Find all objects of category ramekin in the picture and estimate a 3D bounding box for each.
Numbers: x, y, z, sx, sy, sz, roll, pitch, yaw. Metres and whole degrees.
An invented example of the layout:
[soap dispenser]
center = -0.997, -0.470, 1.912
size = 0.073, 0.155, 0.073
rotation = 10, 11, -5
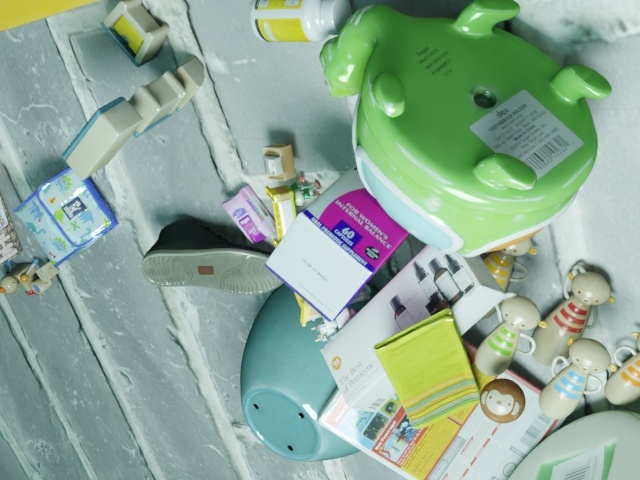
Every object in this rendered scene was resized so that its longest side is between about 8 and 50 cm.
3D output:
[ramekin]
center = 0.346, 0.354, 1.086
size = 0.148, 0.303, 0.303
rotation = 45, 135, -9

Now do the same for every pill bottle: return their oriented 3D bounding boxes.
[pill bottle]
center = -0.023, -0.276, 1.087
size = 0.116, 0.065, 0.065
rotation = 8, 124, 31

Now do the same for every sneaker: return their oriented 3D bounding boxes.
[sneaker]
center = -0.158, 0.015, 1.378
size = 0.222, 0.118, 0.083
rotation = 5, 124, 2

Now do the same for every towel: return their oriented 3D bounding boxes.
[towel]
center = 0.138, 0.167, 1.096
size = 0.021, 0.102, 0.237
rotation = 62, 180, 37

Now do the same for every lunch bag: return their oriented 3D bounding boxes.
[lunch bag]
center = -0.430, -0.045, 1.519
size = 0.151, 0.096, 0.128
rotation = -31, 98, 29

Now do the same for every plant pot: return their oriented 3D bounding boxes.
[plant pot]
center = -0.008, 0.214, 1.325
size = 0.290, 0.195, 0.290
rotation = 18, 128, 25

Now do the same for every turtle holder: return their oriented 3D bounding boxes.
[turtle holder]
center = 0.127, -0.115, 0.972
size = 0.320, 0.243, 0.227
rotation = 20, 149, 3

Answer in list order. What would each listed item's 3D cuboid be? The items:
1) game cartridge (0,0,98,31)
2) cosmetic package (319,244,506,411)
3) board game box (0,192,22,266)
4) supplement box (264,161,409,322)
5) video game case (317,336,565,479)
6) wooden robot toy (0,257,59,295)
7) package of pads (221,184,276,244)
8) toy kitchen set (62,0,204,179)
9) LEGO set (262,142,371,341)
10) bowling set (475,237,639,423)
[game cartridge]
center = -0.419, -0.446, 1.208
size = 0.324, 0.052, 0.285
rotation = -8, 115, 24
[cosmetic package]
center = 0.108, 0.103, 1.102
size = 0.239, 0.060, 0.098
rotation = -47, 48, 23
[board game box]
center = -0.733, -0.081, 1.666
size = 0.232, 0.141, 0.290
rotation = 9, 124, 31
[supplement box]
center = 0.049, -0.019, 1.107
size = 0.111, 0.220, 0.114
rotation = 40, 133, 4
[video game case]
center = 0.169, 0.237, 1.210
size = 0.285, 0.025, 0.204
rotation = 33, 95, -7
[wooden robot toy]
center = -0.583, 0.085, 1.720
size = 0.173, 0.079, 0.076
rotation = -4, 117, 37
[package of pads]
center = -0.106, -0.038, 1.334
size = 0.050, 0.032, 0.083
rotation = -28, 102, 46
[toy kitchen set]
center = -0.288, -0.216, 1.214
size = 0.166, 0.207, 0.122
rotation = 49, 134, -3
[LEGO set]
center = 0.000, 0.000, 1.239
size = 0.132, 0.107, 0.286
rotation = 126, 129, -71
[bowling set]
center = 0.283, 0.130, 1.070
size = 0.287, 0.200, 0.154
rotation = 29, 130, 10
